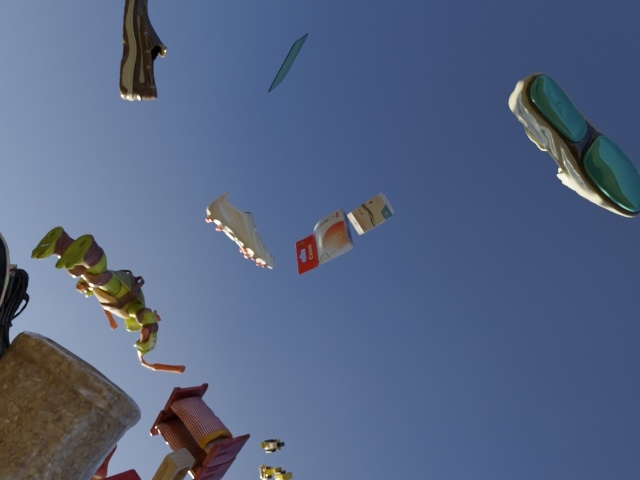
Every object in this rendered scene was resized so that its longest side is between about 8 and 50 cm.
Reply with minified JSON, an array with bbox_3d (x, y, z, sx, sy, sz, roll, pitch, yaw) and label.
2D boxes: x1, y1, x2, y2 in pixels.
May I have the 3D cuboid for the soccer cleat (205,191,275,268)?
[{"bbox_3d":[-0.156,-0.017,1.076,0.076,0.196,0.068,-51,-156,-15],"label":"soccer cleat"}]

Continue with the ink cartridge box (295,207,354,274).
[{"bbox_3d":[0.000,0.000,1.425,0.179,0.045,0.145,-26,-141,14],"label":"ink cartridge box"}]

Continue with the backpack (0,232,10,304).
[{"bbox_3d":[-0.592,0.051,0.710,0.191,0.254,0.225,-28,-123,41],"label":"backpack"}]

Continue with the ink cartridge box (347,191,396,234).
[{"bbox_3d":[0.090,-0.047,0.939,0.083,0.028,0.048,-33,-90,25],"label":"ink cartridge box"}]

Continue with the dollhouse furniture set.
[{"bbox_3d":[-0.367,0.468,1.153,0.201,0.374,0.152,38,-77,29],"label":"dollhouse furniture set"}]

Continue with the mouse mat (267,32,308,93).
[{"bbox_3d":[-0.086,-0.473,1.351,0.007,0.189,0.152,32,-61,-7],"label":"mouse mat"}]

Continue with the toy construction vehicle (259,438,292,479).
[{"bbox_3d":[-0.089,0.440,1.013,0.098,0.035,0.085,-35,-118,50],"label":"toy construction vehicle"}]

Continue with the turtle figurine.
[{"bbox_3d":[-0.298,0.078,0.740,0.270,0.217,0.087,28,-116,39],"label":"turtle figurine"}]

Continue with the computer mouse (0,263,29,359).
[{"bbox_3d":[-0.636,0.127,0.841,0.273,0.072,0.188,-1,-109,10],"label":"computer mouse"}]

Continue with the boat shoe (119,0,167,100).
[{"bbox_3d":[-0.400,-0.446,1.165,0.095,0.095,0.257,-166,-99,-77],"label":"boat shoe"}]

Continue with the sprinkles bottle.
[{"bbox_3d":[-0.277,0.234,0.330,0.121,0.121,0.355,11,-127,35],"label":"sprinkles bottle"}]

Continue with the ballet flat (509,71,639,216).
[{"bbox_3d":[0.357,-0.130,0.720,0.086,0.086,0.248,-38,-85,28],"label":"ballet flat"}]
